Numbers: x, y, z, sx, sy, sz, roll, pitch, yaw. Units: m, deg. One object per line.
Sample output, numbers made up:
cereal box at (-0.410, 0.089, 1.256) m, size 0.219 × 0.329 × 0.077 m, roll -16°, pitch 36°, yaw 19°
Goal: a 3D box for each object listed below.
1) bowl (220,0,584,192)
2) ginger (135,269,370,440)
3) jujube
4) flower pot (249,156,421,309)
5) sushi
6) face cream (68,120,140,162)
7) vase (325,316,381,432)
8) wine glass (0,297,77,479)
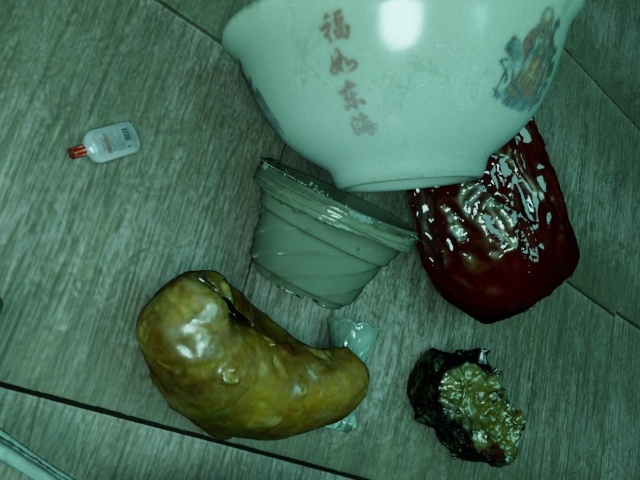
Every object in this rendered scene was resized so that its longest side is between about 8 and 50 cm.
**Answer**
bowl at (0.101, -0.164, 0.876) m, size 0.434 × 0.434 × 0.196 m, roll -4°, pitch 89°, yaw -42°
ginger at (-0.089, 0.150, 0.856) m, size 0.321 × 0.172 × 0.165 m, roll 32°, pitch 26°, yaw -40°
jujube at (0.261, -0.058, 1.131) m, size 0.258 × 0.258 × 0.377 m, roll -26°, pitch 105°, yaw -40°
flower pot at (0.000, 0.000, 0.926) m, size 0.235 × 0.235 × 0.141 m, roll 22°, pitch 96°, yaw -37°
sushi at (0.241, 0.260, 1.147) m, size 0.212 × 0.115 × 0.147 m, roll 53°, pitch 54°, yaw -21°
face cream at (-0.250, -0.111, 0.831) m, size 0.083 × 0.021 × 0.040 m, roll -25°, pitch 100°, yaw -41°
vase at (0.032, 0.188, 1.002) m, size 0.081 × 0.081 × 0.149 m, roll 23°, pitch 73°, yaw -37°
wine glass at (-0.211, 0.248, 0.677) m, size 0.406 × 0.267 × 0.267 m, roll 45°, pitch 57°, yaw -21°
